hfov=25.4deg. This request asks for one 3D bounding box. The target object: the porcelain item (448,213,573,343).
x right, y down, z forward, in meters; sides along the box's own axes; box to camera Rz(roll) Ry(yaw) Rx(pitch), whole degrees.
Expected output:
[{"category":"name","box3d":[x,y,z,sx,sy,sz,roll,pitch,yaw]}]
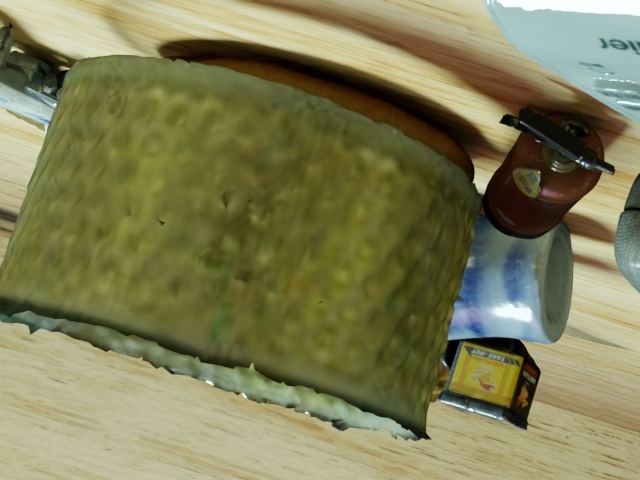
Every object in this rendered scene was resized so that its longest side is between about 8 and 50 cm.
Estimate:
[{"category":"porcelain item","box3d":[0.050,0.023,1.042,0.259,0.141,0.141,5,168,24]}]

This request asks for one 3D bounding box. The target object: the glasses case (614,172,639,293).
[{"category":"glasses case","box3d":[0.278,0.034,0.827,0.131,0.074,0.323,11,170,33]}]

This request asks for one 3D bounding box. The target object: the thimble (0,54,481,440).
[{"category":"thimble","box3d":[-0.049,0.010,0.815,0.271,0.150,0.271,16,170,3]}]

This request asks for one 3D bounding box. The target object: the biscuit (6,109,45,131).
[{"category":"biscuit","box3d":[-0.142,-0.073,1.221,0.237,0.013,0.232,13,172,21]}]

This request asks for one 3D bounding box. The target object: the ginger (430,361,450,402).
[{"category":"ginger","box3d":[0.025,0.079,1.361,0.321,0.165,0.172,23,165,-26]}]

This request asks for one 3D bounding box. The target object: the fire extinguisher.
[{"category":"fire extinguisher","box3d":[0.118,-0.038,0.766,0.062,0.050,0.177,28,172,5]}]

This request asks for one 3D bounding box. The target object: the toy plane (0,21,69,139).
[{"category":"toy plane","box3d":[-0.206,-0.102,0.992,0.226,0.058,0.226,20,170,6]}]

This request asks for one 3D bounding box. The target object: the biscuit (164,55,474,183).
[{"category":"biscuit","box3d":[-0.007,-0.068,0.871,0.212,0.036,0.212,15,172,2]}]

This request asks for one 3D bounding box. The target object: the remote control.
[{"category":"remote control","box3d":[0.172,-0.053,0.532,0.103,0.051,0.293,12,174,38]}]

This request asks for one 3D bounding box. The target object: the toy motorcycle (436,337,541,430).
[{"category":"toy motorcycle","box3d":[0.055,0.053,1.157,0.263,0.157,0.091,11,169,28]}]
